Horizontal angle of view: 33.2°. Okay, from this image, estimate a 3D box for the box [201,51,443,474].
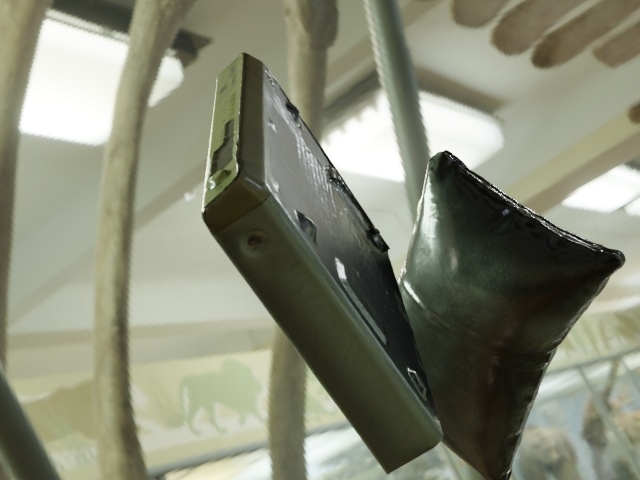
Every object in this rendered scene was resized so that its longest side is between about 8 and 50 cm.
[{"bbox_3d":[0.000,0.000,0.671,0.045,0.211,0.270,-31,20,9],"label":"box"}]

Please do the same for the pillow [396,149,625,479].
[{"bbox_3d":[0.128,0.072,0.917,0.106,0.186,0.250,-17,-46,-52],"label":"pillow"}]
